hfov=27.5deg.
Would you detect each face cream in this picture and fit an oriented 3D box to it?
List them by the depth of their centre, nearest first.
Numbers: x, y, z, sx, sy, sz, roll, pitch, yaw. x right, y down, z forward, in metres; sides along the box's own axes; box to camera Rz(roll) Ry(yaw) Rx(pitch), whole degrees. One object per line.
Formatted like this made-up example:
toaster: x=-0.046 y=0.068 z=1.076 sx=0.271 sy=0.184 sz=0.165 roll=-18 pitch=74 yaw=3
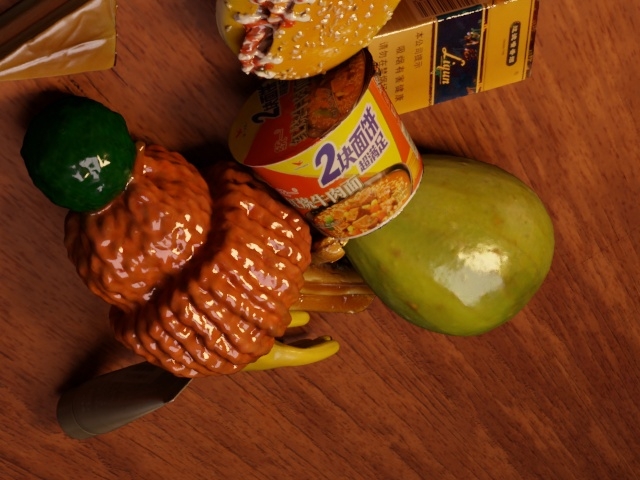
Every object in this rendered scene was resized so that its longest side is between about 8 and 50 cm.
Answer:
face cream: x=-0.265 y=0.218 z=1.876 sx=0.341 sy=0.084 sz=0.137 roll=-24 pitch=-163 yaw=47

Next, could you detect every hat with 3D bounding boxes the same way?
hat: x=-0.216 y=0.007 z=1.631 sx=0.285 sy=0.285 sz=0.400 roll=-43 pitch=134 yaw=21

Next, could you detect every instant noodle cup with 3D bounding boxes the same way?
instant noodle cup: x=0.020 y=-0.114 z=1.624 sx=0.213 sy=0.213 sz=0.174 roll=-33 pitch=123 yaw=10

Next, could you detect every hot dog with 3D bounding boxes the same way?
hot dog: x=0.000 y=0.000 z=1.760 sx=0.045 sy=0.071 sz=0.165 roll=21 pitch=169 yaw=-14
hot dog: x=-0.010 y=0.066 z=1.963 sx=0.269 sy=0.072 sz=0.115 roll=5 pitch=140 yaw=-39

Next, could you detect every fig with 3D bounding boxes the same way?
fig: x=0.161 y=-0.008 z=1.850 sx=0.326 sy=0.258 sz=0.258 roll=26 pitch=122 yaw=-21

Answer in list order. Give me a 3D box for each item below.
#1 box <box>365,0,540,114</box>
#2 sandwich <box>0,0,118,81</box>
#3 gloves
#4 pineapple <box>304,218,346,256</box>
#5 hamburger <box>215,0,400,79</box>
box: x=0.159 y=-0.254 z=1.692 sx=0.237 sy=0.070 sz=0.152 roll=-15 pitch=141 yaw=-10
sandwich: x=-0.308 y=-0.244 z=1.429 sx=0.163 sy=0.079 sz=0.113 roll=-8 pitch=138 yaw=-19
gloves: x=-0.106 y=0.157 z=2.002 sx=0.294 sy=0.133 sz=0.116 roll=4 pitch=92 yaw=-39
pineapple: x=-0.012 y=-0.003 z=1.889 sx=0.159 sy=0.074 sz=0.074 roll=3 pitch=135 yaw=-37
hamburger: x=0.003 y=-0.306 z=1.477 sx=0.227 sy=0.151 sz=0.295 roll=0 pitch=134 yaw=-33
